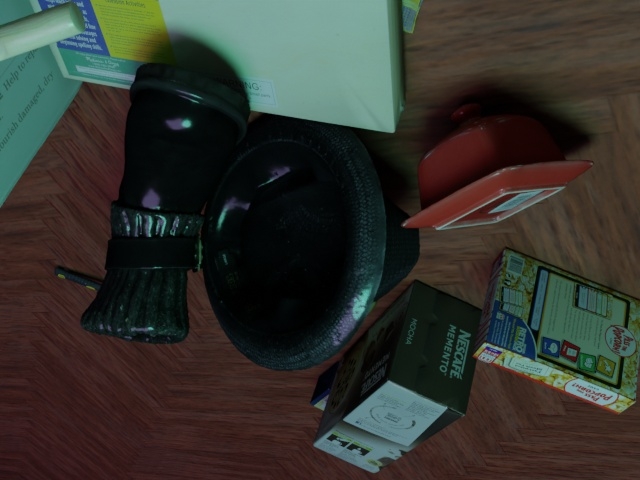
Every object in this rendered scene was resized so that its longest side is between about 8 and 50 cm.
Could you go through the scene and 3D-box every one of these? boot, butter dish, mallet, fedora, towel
[{"bbox_3d":[-0.179,-0.021,1.009,0.131,0.260,0.348,15,163,-8],"label":"boot"},{"bbox_3d":[0.170,-0.087,0.938,0.159,0.118,0.160,-6,163,-40],"label":"butter dish"},{"bbox_3d":[-0.359,0.078,1.504,0.189,0.039,0.062,23,147,3],"label":"mallet"},{"bbox_3d":[0.000,0.000,1.063,0.152,0.334,0.334,4,161,-40],"label":"fedora"},{"bbox_3d":[0.059,-0.236,0.875,0.083,0.009,0.060,21,146,-1],"label":"towel"}]

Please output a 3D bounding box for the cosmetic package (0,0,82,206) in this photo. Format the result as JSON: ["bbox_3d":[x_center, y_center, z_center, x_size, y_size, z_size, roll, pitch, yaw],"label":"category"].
[{"bbox_3d":[-0.522,-0.214,0.927,0.329,0.327,0.394,5,142,21],"label":"cosmetic package"}]

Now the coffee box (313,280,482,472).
[{"bbox_3d":[0.111,0.209,1.320,0.118,0.168,0.297,25,146,-7],"label":"coffee box"}]

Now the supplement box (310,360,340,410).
[{"bbox_3d":[0.041,0.259,1.521,0.083,0.056,0.083,28,145,-10],"label":"supplement box"}]

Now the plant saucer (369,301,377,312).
[{"bbox_3d":[-0.036,0.066,1.316,0.240,0.037,0.241,14,145,10],"label":"plant saucer"}]

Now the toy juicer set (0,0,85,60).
[{"bbox_3d":[-0.275,-0.294,0.799,0.209,0.089,0.329,5,108,6],"label":"toy juicer set"}]

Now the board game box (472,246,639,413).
[{"bbox_3d":[0.296,0.109,1.105,0.193,0.147,0.045,22,145,-1],"label":"board game box"}]

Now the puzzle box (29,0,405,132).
[{"bbox_3d":[-0.119,-0.251,0.900,0.408,0.052,0.272,12,145,16],"label":"puzzle box"}]
